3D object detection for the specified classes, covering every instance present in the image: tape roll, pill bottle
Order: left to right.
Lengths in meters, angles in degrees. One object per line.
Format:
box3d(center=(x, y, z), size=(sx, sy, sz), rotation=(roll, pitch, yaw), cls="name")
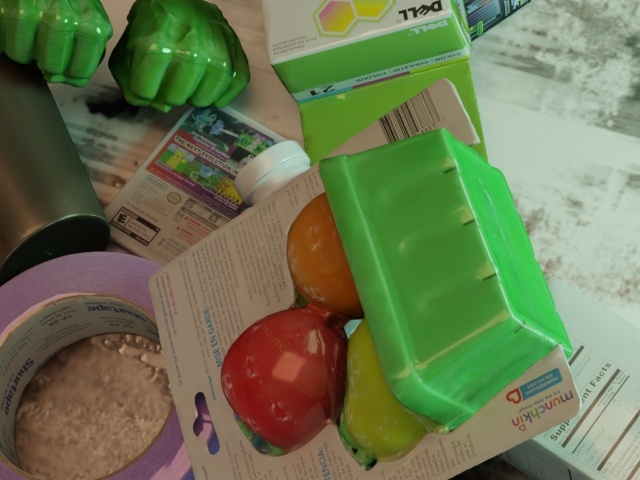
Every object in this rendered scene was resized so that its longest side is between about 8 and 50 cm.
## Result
box3d(center=(-0.211, 0.151, 1.476), size=(0.275, 0.090, 0.274), rotation=(-5, 63, 9), cls="tape roll")
box3d(center=(0.000, 0.000, 1.486), size=(0.103, 0.103, 0.184), rotation=(-34, 75, -7), cls="pill bottle")

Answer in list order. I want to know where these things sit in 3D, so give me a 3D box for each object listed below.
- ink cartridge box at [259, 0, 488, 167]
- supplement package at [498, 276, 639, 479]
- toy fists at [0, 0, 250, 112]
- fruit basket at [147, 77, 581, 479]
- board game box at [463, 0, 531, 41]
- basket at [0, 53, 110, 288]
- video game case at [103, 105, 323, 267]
box3d(center=(0.050, -0.175, 1.544), size=(0.189, 0.097, 0.255), rotation=(-14, 64, 12), cls="ink cartridge box")
box3d(center=(0.261, 0.165, 1.348), size=(0.244, 0.139, 0.134), rotation=(33, 75, 24), cls="supplement package")
box3d(center=(-0.205, -0.199, 1.580), size=(0.279, 0.096, 0.142), rotation=(15, 24, -20), cls="toy fists")
box3d(center=(0.023, 0.083, 1.330), size=(0.353, 0.165, 0.327), rotation=(-37, 53, 27), cls="fruit basket")
box3d(center=(0.112, -0.275, 1.656), size=(0.141, 0.048, 0.170), rotation=(-36, 62, -7), cls="board game box")
box3d(center=(-0.316, -0.064, 1.577), size=(0.204, 0.154, 0.227), rotation=(-38, 66, -1), cls="basket")
box3d(center=(-0.096, -0.035, 1.587), size=(0.201, 0.023, 0.183), rotation=(30, 72, 24), cls="video game case")
